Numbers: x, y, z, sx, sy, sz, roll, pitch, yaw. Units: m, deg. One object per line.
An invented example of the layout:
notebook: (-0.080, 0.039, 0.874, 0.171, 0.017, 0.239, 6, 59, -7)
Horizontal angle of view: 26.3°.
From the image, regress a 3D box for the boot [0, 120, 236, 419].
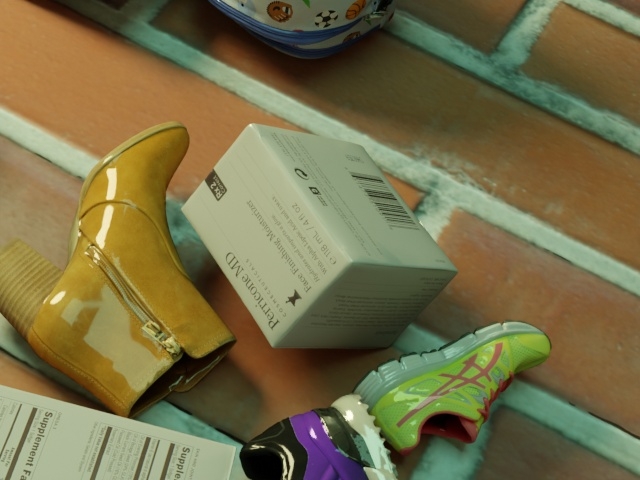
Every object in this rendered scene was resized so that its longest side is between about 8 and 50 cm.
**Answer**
boot: (-0.157, 0.028, 1.298, 0.211, 0.104, 0.295, 37, 53, 10)

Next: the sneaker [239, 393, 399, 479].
sneaker: (0.014, 0.268, 1.127, 0.146, 0.102, 0.293, -12, 48, -20)

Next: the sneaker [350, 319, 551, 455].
sneaker: (0.135, 0.145, 1.288, 0.208, 0.081, 0.094, -19, 63, -22)

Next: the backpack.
backpack: (-0.022, -0.340, 1.583, 0.276, 0.213, 0.263, 32, 42, 25)

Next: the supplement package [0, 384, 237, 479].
supplement package: (-0.221, 0.247, 0.999, 0.263, 0.199, 0.198, 15, 46, -2)

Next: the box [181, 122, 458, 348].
box: (0.000, 0.000, 1.295, 0.182, 0.119, 0.181, 5, 42, -53)
